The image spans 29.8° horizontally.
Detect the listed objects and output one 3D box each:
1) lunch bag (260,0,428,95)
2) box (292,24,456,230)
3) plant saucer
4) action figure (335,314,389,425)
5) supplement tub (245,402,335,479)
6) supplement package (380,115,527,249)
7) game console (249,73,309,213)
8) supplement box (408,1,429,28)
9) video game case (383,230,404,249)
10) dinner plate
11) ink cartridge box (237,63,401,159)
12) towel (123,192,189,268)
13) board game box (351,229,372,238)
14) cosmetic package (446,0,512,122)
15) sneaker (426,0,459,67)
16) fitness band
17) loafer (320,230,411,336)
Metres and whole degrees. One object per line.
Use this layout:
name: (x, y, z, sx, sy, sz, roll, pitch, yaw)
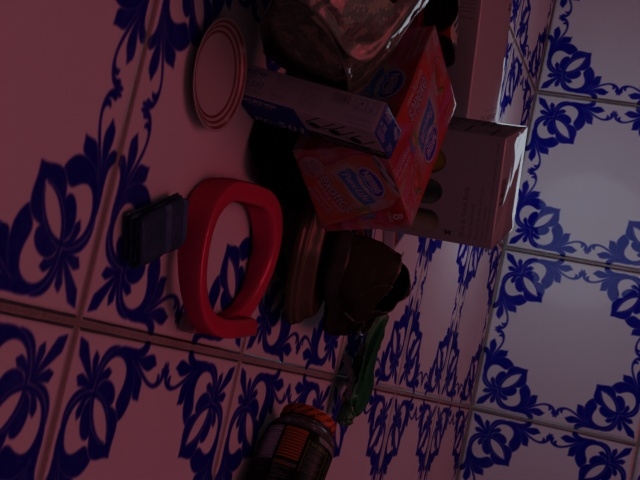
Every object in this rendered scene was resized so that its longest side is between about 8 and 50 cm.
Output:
lunch bag: (0.047, -0.328, 1.483, 0.235, 0.169, 0.287, -55, 173, -9)
box: (0.087, -0.166, 1.751, 0.300, 0.142, 0.154, -66, 145, -44)
plant saucer: (0.000, 0.000, 1.867, 0.278, 0.041, 0.277, 13, 90, -82)
action figure: (0.073, 0.251, 2.265, 0.137, 0.064, 0.232, 82, 22, -48)
supplement tub: (-0.049, 0.357, 1.877, 0.117, 0.117, 0.190, 77, 30, -50)
supplement package: (0.212, -0.117, 2.155, 0.198, 0.263, 0.199, -29, 128, -67)
game console: (-0.018, -0.230, 1.758, 0.213, 0.044, 0.361, 48, 54, -68)
supplement box: (0.140, -0.391, 2.093, 0.239, 0.073, 0.130, 44, 58, -68)
video game case: (0.186, -0.133, 2.447, 0.285, 0.025, 0.204, -52, 148, -55)
dinner plate: (-0.128, -0.205, 1.482, 0.141, 0.017, 0.141, 9, 90, -70)
ink cartridge box: (-0.005, -0.169, 1.566, 0.046, 0.207, 0.097, -67, 160, -11)
towel: (-0.190, -0.012, 1.390, 0.119, 0.029, 0.067, -35, 132, -66)
board game box: (0.069, -0.103, 1.975, 0.136, 0.035, 0.201, 91, 0, -54)
cosmetic package: (0.265, -0.404, 2.315, 0.197, 0.155, 0.365, -25, 122, -61)
sneaker: (0.218, -0.394, 2.142, 0.075, 0.057, 0.161, -83, 172, -55)
fitness band: (-0.120, 0.024, 1.592, 0.291, 0.054, 0.208, 12, 86, -73)
loafer: (0.077, 0.089, 1.935, 0.366, 0.130, 0.133, 74, 31, -75)
